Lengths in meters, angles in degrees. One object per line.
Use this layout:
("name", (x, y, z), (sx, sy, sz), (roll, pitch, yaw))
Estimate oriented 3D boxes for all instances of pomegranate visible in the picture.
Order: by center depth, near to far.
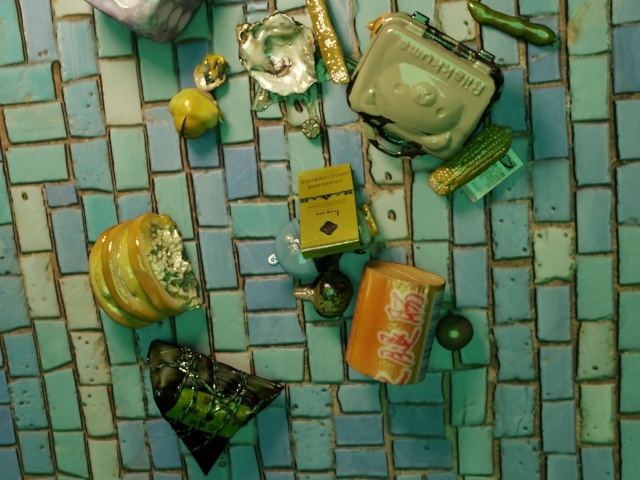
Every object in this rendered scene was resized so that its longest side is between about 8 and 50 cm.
("pomegranate", (0.013, 0.145, 1.745), (0.163, 0.125, 0.138), (17, 120, 22))

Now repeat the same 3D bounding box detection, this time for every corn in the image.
("corn", (0.402, -0.215, 1.648), (0.262, 0.097, 0.097), (-38, 94, 8))

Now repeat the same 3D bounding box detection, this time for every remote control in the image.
("remote control", (0.462, -0.177, 1.686), (0.166, 0.029, 0.065), (-38, 86, 6))

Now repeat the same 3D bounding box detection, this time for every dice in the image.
("dice", (-0.454, -0.683, 1.571), (0.271, 0.270, 0.270), (33, 102, 0))

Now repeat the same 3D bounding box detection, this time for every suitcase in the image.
("suitcase", (0.246, -0.357, 1.571), (0.352, 0.194, 0.339), (29, 127, -4))

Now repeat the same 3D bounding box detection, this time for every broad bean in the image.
("broad bean", (0.490, -0.561, 1.611), (0.256, 0.052, 0.052), (24, 60, 4))

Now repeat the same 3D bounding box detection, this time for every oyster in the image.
("oyster", (-0.111, -0.493, 1.657), (0.214, 0.083, 0.222), (-9, 108, 15))

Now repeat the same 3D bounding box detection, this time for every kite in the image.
("kite", (-0.046, -0.436, 1.704), (0.335, 0.011, 0.314), (-20, 97, 9))

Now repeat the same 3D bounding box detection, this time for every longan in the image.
("longan", (0.377, 0.261, 1.739), (0.106, 0.106, 0.119), (-27, 135, 9))

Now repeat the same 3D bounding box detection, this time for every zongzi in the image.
("zongzi", (-0.355, 0.503, 1.794), (0.384, 0.319, 0.362), (25, 100, -17))

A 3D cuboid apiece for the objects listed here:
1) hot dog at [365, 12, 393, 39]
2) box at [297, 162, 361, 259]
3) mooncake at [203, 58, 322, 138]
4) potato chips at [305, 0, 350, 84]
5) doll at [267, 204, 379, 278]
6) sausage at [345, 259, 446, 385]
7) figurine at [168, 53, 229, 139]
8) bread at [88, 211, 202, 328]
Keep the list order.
("hot dog", (0.235, -0.524, 1.624), (0.249, 0.076, 0.102), (22, 139, -3))
("box", (0.020, -0.084, 1.649), (0.153, 0.279, 0.041), (-10, 142, 7))
("mooncake", (-0.151, -0.375, 1.663), (0.347, 0.057, 0.150), (10, 98, -17))
("potato chips", (0.002, -0.581, 1.620), (0.057, 0.080, 0.406), (-17, 83, 8))
("doll", (0.000, 0.000, 1.706), (0.314, 0.141, 0.177), (-24, 66, 2))
("sausage", (0.201, 0.219, 1.678), (0.233, 0.233, 0.287), (12, 102, 4))
("figurine", (-0.328, -0.387, 1.692), (0.156, 0.131, 0.246), (19, 87, 5))
("bread", (-0.508, 0.090, 1.740), (0.270, 0.211, 0.315), (-15, 95, 9))
